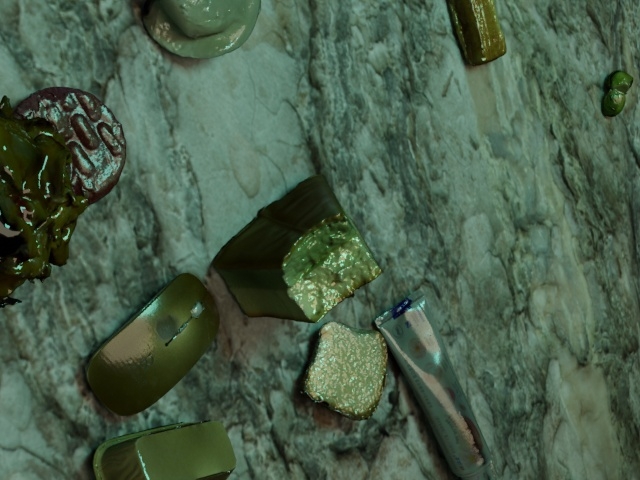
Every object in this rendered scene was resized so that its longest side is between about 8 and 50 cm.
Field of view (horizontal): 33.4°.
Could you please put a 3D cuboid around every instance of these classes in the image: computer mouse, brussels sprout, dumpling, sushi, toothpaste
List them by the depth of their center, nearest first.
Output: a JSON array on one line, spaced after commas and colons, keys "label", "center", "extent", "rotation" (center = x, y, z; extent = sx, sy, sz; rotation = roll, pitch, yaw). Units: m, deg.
[{"label": "sushi", "center": [-0.347, -0.039, 1.102], "extent": [0.204, 0.213, 0.200], "rotation": [-18, 120, -12]}, {"label": "computer mouse", "center": [-0.198, 0.125, 1.306], "extent": [0.199, 0.045, 0.102], "rotation": [-44, 116, -30]}, {"label": "dumpling", "center": [-0.140, -0.317, 1.341], "extent": [0.150, 0.092, 0.176], "rotation": [36, 68, -28]}, {"label": "toothpaste", "center": [0.181, 0.235, 1.590], "extent": [0.100, 0.066, 0.323], "rotation": [-31, 102, -30]}, {"label": "brussels sprout", "center": [0.528, -0.262, 1.894], "extent": [0.051, 0.046, 0.083], "rotation": [56, 45, -73]}]

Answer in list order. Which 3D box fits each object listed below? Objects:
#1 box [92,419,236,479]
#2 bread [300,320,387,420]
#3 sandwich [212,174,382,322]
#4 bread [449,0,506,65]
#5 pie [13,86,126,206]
[{"label": "box", "center": [-0.183, 0.273, 1.283], "extent": [0.177, 0.111, 0.111], "rotation": [-5, 91, -42]}, {"label": "bread", "center": [0.032, 0.178, 1.487], "extent": [0.126, 0.044, 0.129], "rotation": [23, 76, -28]}, {"label": "sandwich", "center": [0.000, 0.000, 1.380], "extent": [0.220, 0.186, 0.108], "rotation": [-45, 117, -31]}, {"label": "bread", "center": [0.247, -0.341, 1.675], "extent": [0.074, 0.053, 0.132], "rotation": [-27, 104, -32]}, {"label": "pie", "center": [-0.296, -0.108, 1.246], "extent": [0.154, 0.036, 0.154], "rotation": [1, 88, -37]}]
